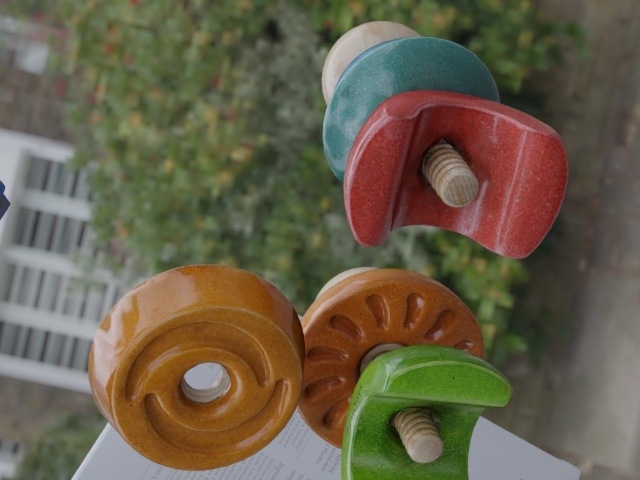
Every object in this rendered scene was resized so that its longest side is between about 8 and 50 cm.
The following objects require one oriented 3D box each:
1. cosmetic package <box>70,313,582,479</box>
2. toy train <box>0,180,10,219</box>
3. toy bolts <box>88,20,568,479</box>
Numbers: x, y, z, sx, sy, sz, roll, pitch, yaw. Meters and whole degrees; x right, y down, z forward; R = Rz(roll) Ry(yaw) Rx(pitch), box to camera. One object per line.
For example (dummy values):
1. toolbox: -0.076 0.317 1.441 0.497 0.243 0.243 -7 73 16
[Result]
1. cosmetic package: -0.036 0.233 1.150 0.377 0.284 0.097 -58 -6 -38
2. toy train: -0.252 -0.068 1.252 0.158 0.036 0.027 61 -145 -34
3. toy bolts: 0.000 0.000 0.906 0.158 0.218 0.228 -117 42 -59
